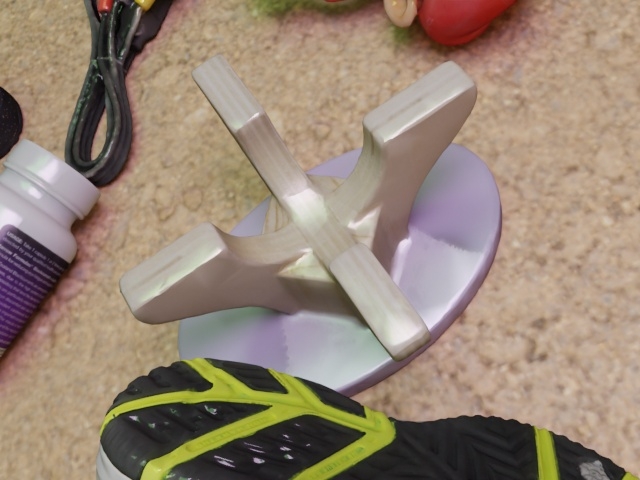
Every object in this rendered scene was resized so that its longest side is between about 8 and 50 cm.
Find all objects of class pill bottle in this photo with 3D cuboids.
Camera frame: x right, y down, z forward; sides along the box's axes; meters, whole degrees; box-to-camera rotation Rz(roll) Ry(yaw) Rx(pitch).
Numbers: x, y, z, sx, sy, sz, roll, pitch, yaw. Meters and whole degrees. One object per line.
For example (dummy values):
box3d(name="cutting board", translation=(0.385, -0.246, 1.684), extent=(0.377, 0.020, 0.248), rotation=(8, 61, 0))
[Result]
box3d(name="pill bottle", translation=(-0.272, 0.015, 0.660), extent=(0.108, 0.108, 0.193), rotation=(29, 77, 26))

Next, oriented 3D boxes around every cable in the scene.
box3d(name="cable", translation=(-0.204, -0.195, 0.756), extent=(0.139, 0.072, 0.287), rotation=(9, 70, 26))

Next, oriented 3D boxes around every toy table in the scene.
box3d(name="toy table", translation=(0.000, 0.000, 0.557), extent=(0.274, 0.161, 0.252), rotation=(-45, 62, -7))

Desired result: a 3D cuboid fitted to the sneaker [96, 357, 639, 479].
box3d(name="sneaker", translation=(0.057, 0.189, 0.468), extent=(0.385, 0.145, 0.147), rotation=(18, 116, 4))

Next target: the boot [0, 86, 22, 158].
box3d(name="boot", translation=(-0.457, -0.087, 0.697), extent=(0.338, 0.222, 0.118), rotation=(-41, 62, -4))

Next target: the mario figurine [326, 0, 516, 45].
box3d(name="mario figurine", translation=(0.046, -0.285, 0.661), extent=(0.320, 0.170, 0.198), rotation=(35, 114, 34))
